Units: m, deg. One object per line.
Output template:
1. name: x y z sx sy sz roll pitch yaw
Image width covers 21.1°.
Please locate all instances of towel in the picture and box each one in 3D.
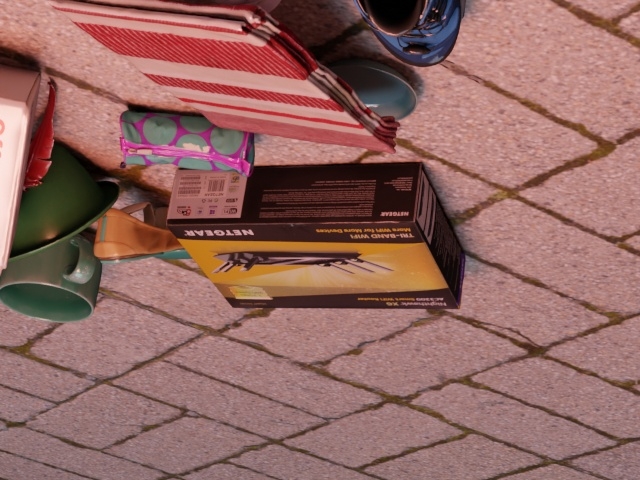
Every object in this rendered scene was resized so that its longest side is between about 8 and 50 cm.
1. towel: -0.087 -0.169 1.698 0.237 0.037 0.329 10 168 29

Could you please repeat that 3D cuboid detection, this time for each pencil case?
1. pencil case: -0.148 -0.107 1.912 0.151 0.070 0.064 5 123 3

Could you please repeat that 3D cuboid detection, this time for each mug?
1. mug: -0.339 0.038 2.243 0.157 0.097 0.129 -3 152 21

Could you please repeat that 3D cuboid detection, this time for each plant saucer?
1. plant saucer: 0.044 -0.160 1.797 0.119 0.021 0.119 8 155 4

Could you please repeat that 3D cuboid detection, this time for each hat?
1. hat: -0.346 -0.098 2.012 0.208 0.173 0.184 -21 112 15

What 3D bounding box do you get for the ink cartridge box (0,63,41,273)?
1. ink cartridge box: -0.462 -0.097 1.852 0.289 0.121 0.211 11 112 -6

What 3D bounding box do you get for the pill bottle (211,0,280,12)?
1. pill bottle: -0.091 -0.268 1.535 0.087 0.087 0.160 -4 153 24

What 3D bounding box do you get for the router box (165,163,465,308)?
1. router box: 0.000 0.000 2.077 0.308 0.081 0.243 -1 154 19

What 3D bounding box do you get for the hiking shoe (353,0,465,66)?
1. hiking shoe: 0.062 -0.226 1.522 0.113 0.132 0.304 2 154 14

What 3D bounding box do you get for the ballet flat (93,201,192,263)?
1. ballet flat: -0.199 -0.011 2.113 0.080 0.073 0.232 -4 179 24
